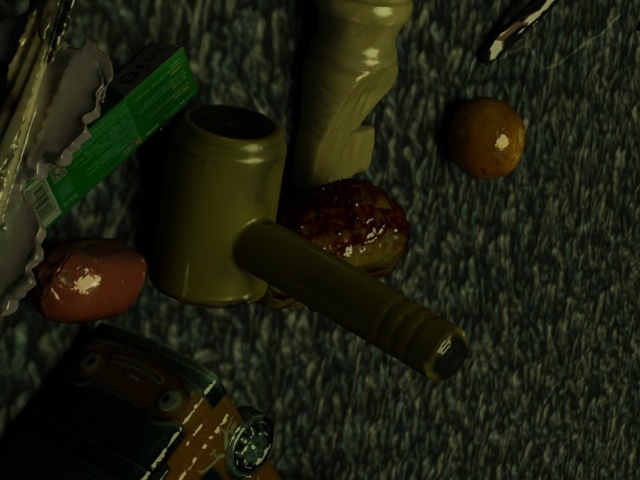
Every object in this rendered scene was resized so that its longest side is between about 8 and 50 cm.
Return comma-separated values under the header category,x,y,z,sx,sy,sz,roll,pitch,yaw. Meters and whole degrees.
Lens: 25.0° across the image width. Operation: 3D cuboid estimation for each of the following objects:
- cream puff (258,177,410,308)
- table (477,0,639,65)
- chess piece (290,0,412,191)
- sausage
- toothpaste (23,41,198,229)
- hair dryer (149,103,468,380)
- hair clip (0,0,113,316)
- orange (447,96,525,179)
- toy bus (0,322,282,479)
category,x,y,z,sx,sy,sz,roll,pitch,yaw
cream puff,0.000,0.000,1.181,0.149,0.149,0.084,-2,66,-53
table,0.262,-0.295,1.345,0.249,0.317,0.317,-39,133,-20
chess piece,0.022,-0.137,1.203,0.090,0.090,0.200,-21,131,-48
sausage,-0.165,0.026,1.022,0.094,0.059,0.054,-5,129,-54
toothpaste,-0.157,-0.073,1.015,0.178,0.037,0.043,-47,134,-31
hair dryer,-0.008,0.010,1.023,0.090,0.278,0.135,-14,124,-46
hair clip,-0.210,-0.038,0.901,0.292,0.106,0.084,-70,157,-11
orange,0.160,-0.099,1.395,0.083,0.070,0.083,-35,130,-57
toy bus,-0.113,0.205,1.102,0.167,0.138,0.275,-52,141,-24
